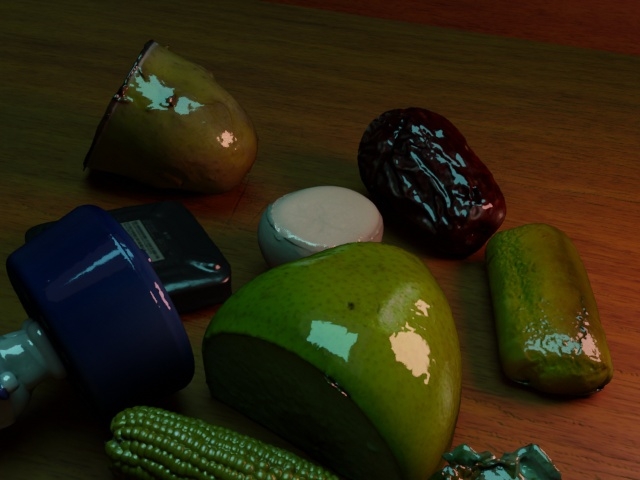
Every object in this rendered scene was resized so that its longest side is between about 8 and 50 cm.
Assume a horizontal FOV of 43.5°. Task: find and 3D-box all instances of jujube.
[{"bbox_3d":[0.214,-0.112,1.520,0.216,0.216,0.342,-11,40,-24],"label":"jujube"}]

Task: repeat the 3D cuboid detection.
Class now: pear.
[{"bbox_3d":[0.053,0.125,1.054,0.342,0.239,0.318,24,44,28],"label":"pear"}]

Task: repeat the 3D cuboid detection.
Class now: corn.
[{"bbox_3d":[-0.121,0.263,0.923,0.310,0.102,0.101,14,32,15],"label":"corn"}]

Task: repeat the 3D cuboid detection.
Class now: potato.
[{"bbox_3d":[-0.283,-0.202,1.611,0.296,0.290,0.397,30,-12,-11],"label":"potato"}]

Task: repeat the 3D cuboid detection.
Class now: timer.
[{"bbox_3d":[-0.377,0.155,0.971,0.383,0.270,0.270,-31,44,-23],"label":"timer"}]

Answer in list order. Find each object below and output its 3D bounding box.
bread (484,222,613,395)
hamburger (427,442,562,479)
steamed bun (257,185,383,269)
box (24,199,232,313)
[{"bbox_3d":[0.355,0.088,1.273,0.166,0.112,0.384,7,31,3],"label":"bread"},{"bbox_3d":[0.167,0.342,0.773,0.167,0.192,0.288,-9,59,-11],"label":"hamburger"},{"bbox_3d":[0.000,0.000,1.348,0.177,0.131,0.228,38,42,28],"label":"steamed bun"},{"bbox_3d":[-0.314,0.032,1.303,0.288,0.073,0.290,-11,35,-25],"label":"box"}]
